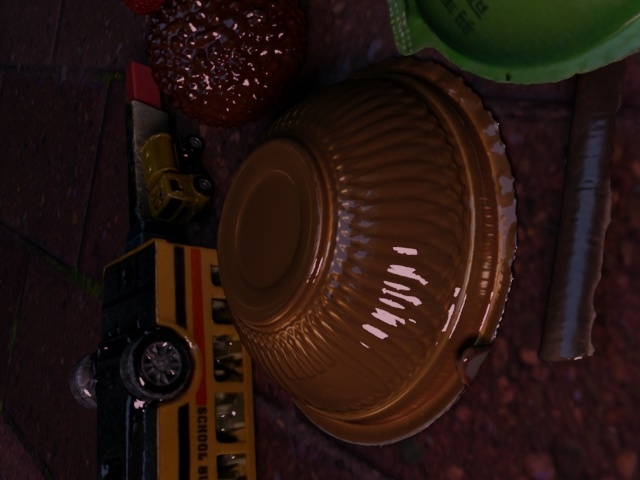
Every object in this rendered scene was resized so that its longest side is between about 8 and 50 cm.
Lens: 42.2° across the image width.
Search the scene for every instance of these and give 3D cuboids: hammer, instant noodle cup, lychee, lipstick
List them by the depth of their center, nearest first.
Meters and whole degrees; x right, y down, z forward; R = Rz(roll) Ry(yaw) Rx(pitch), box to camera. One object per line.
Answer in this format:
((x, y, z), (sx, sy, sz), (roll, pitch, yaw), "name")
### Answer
((0.143, -0.083, 0.428), (0.125, 0.027, 0.297), (3, 86, 53), "hammer")
((0.000, 0.000, 0.554), (0.274, 0.091, 0.274), (-15, 71, 51), "instant noodle cup")
((-0.071, -0.155, 0.653), (0.129, 0.123, 0.123), (-53, 45, 26), "lychee")
((-0.168, -0.048, 0.826), (0.051, 0.051, 0.312), (-34, 55, 48), "lipstick")

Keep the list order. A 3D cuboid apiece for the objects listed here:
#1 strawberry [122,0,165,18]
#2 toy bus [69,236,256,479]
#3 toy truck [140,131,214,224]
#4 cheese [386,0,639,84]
((-0.174, -0.277, 0.838), (0.106, 0.106, 0.106), (-14, 73, 52), "strawberry")
((-0.119, 0.174, 0.654), (0.121, 0.123, 0.335), (-22, 67, 48), "toy bus")
((-0.136, -0.057, 0.778), (0.049, 0.054, 0.083), (-43, 52, 40), "toy truck")
((0.144, -0.186, 0.363), (0.320, 0.083, 0.203), (-26, 65, 41), "cheese")
